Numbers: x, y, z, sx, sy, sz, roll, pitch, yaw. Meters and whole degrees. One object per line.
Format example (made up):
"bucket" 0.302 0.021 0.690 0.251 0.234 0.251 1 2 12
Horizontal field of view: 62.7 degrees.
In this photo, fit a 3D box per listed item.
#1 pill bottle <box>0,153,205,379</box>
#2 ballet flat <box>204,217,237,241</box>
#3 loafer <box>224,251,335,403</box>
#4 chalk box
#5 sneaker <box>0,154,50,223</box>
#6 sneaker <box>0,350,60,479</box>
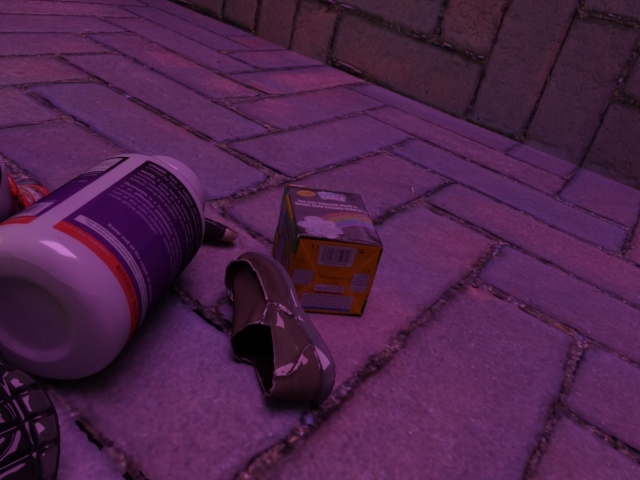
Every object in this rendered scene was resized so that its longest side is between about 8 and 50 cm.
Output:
"pill bottle" -0.260 0.005 0.655 0.181 0.182 0.323 17 29 3
"ballet flat" -0.223 -0.018 0.864 0.173 0.049 0.057 11 -13 -10
"loafer" -0.073 0.100 0.666 0.087 0.095 0.251 -1 33 -34
"chalk box" 0.000 0.000 0.838 0.132 0.132 0.213 7 30 -13
"sneaker" -0.384 -0.051 0.628 0.090 0.270 0.145 54 39 1
"sneaker" -0.321 0.146 0.477 0.101 0.106 0.267 -17 63 -46
